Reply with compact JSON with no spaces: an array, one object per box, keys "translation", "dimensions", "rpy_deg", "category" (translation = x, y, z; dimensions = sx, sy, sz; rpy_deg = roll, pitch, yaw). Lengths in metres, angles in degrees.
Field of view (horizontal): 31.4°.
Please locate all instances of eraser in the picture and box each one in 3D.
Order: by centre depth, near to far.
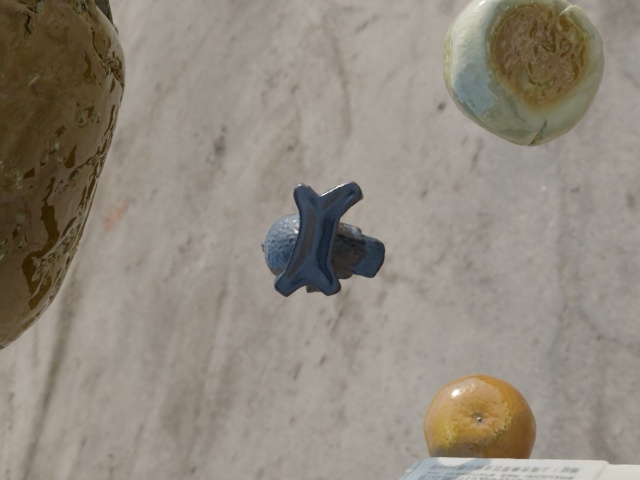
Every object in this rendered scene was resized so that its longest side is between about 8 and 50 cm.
[{"translation":[0.192,0.269,1.030],"dimensions":[0.279,0.124,0.081],"rpy_deg":[-10,18,46],"category":"eraser"}]

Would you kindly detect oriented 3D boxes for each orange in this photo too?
[{"translation":[0.222,0.268,1.593],"dimensions":[0.136,0.159,0.159],"rpy_deg":[77,-153,-63],"category":"orange"}]

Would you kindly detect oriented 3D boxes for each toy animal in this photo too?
[{"translation":[0.002,0.000,1.218],"dimensions":[0.210,0.117,0.121],"rpy_deg":[180,95,-81],"category":"toy animal"}]

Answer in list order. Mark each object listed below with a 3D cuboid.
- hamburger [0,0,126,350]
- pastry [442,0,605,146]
[{"translation":[-0.230,-0.054,0.643],"dimensions":[0.134,0.266,0.284],"rpy_deg":[44,120,42],"category":"hamburger"},{"translation":[0.187,-0.163,1.065],"dimensions":[0.092,0.156,0.156],"rpy_deg":[140,151,-71],"category":"pastry"}]
